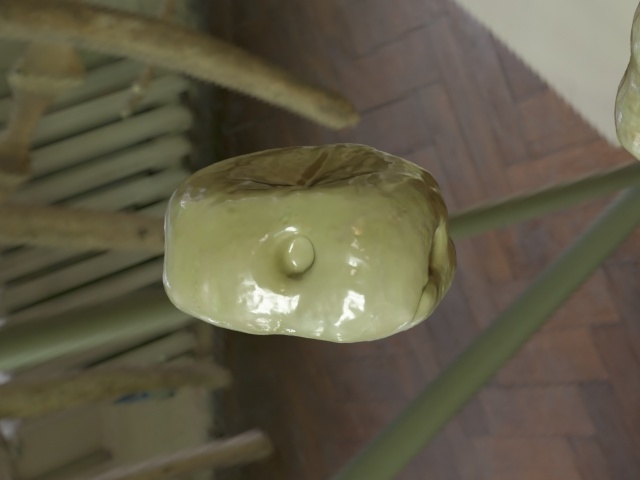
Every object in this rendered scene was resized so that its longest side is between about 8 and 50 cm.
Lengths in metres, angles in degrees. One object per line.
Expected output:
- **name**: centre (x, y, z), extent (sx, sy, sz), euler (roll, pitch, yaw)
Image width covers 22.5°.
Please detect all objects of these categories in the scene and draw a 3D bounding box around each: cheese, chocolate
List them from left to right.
- **cheese**: centre (0.000, 0.000, 1.182), extent (0.218, 0.235, 0.117), euler (14, 114, 48)
- **chocolate**: centre (0.413, -0.200, 1.840), extent (0.134, 0.134, 0.309), euler (53, 161, 31)
